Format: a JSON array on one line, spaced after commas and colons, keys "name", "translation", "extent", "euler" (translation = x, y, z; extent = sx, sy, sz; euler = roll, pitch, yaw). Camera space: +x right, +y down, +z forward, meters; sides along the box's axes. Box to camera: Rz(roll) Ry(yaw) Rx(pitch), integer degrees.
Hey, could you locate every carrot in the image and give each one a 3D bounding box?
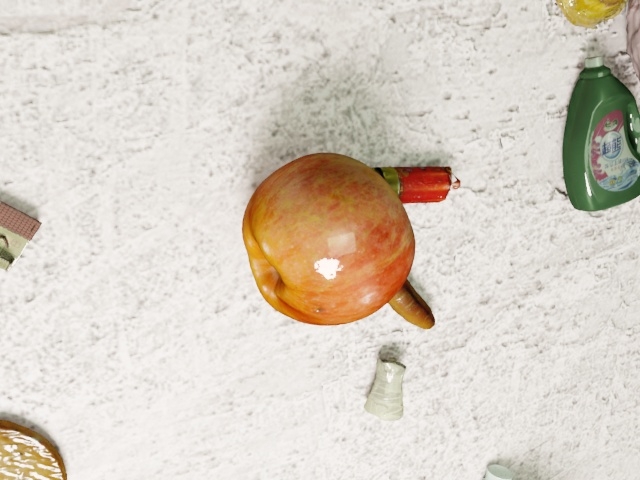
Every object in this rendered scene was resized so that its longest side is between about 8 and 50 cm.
[{"name": "carrot", "translation": [0.113, 0.080, 0.804], "extent": [0.048, 0.048, 0.139], "euler": [-43, 113, -3]}]

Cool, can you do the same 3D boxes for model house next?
[{"name": "model house", "translation": [-0.356, -0.014, 0.627], "extent": [0.083, 0.057, 0.058], "euler": [33, 97, -20]}]

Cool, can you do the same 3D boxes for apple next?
[{"name": "apple", "translation": [0.000, 0.000, 0.664], "extent": [0.164, 0.209, 0.209], "euler": [-32, 111, -21]}]

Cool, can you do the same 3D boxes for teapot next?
[{"name": "teapot", "translation": [0.098, 0.206, 0.830], "extent": [0.067, 0.057, 0.083], "euler": [-4, 104, -55]}]

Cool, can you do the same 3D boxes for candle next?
[{"name": "candle", "translation": [0.126, -0.073, 0.767], "extent": [0.131, 0.052, 0.051], "euler": [-5, 105, -17]}]

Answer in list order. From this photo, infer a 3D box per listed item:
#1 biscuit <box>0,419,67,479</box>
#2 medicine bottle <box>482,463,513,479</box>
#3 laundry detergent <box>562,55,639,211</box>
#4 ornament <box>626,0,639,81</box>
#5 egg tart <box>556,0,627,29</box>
[{"name": "biscuit", "translation": [-0.408, 0.300, 0.705], "extent": [0.188, 0.027, 0.187], "euler": [-4, 106, -15]}, {"name": "medicine bottle", "translation": [0.281, 0.408, 0.937], "extent": [0.047, 0.047, 0.083], "euler": [5, 102, -19]}, {"name": "laundry detergent", "translation": [0.404, -0.156, 0.829], "extent": [0.138, 0.063, 0.210], "euler": [-16, 105, -17]}, {"name": "ornament", "translation": [0.540, -0.286, 0.745], "extent": [0.260, 0.225, 0.259], "euler": [-7, 108, -21]}, {"name": "egg tart", "translation": [0.372, -0.350, 0.776], "extent": [0.129, 0.049, 0.128], "euler": [-4, 103, -17]}]
